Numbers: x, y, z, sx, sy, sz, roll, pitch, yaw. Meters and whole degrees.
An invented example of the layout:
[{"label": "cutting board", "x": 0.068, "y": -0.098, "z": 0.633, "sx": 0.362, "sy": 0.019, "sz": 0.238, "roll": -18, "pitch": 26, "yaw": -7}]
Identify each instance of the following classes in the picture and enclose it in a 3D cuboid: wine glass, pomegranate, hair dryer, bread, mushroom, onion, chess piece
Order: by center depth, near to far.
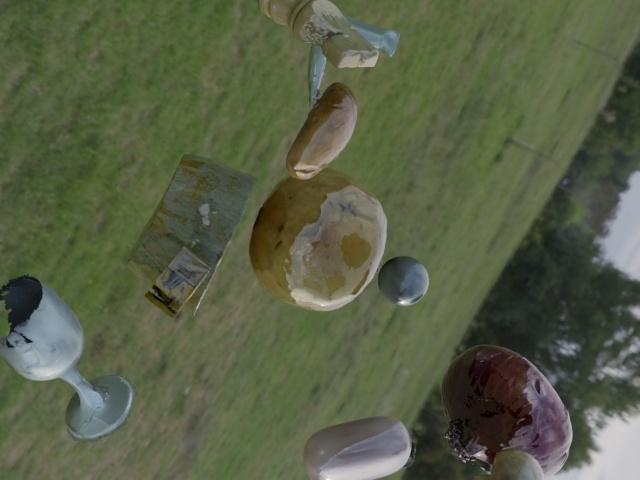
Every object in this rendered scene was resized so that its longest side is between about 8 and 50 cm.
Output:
[{"label": "chess piece", "x": -0.001, "y": -0.331, "z": 1.352, "sx": 0.090, "sy": 0.200, "sz": 0.090, "roll": -37, "pitch": 156, "yaw": -19}, {"label": "bread", "x": 0.009, "y": -0.167, "z": 1.367, "sx": 0.189, "sy": 0.077, "sz": 0.114, "roll": -58, "pitch": 170, "yaw": -34}, {"label": "wine glass", "x": -0.435, "y": 0.198, "z": 1.478, "sx": 0.143, "sy": 0.143, "sz": 0.321, "roll": -54, "pitch": 139, "yaw": -31}, {"label": "mushroom", "x": 0.338, "y": 0.455, "z": 1.579, "sx": 0.166, "sy": 0.127, "sz": 0.166, "roll": 2, "pitch": 90, "yaw": -68}, {"label": "hair dryer", "x": 0.035, "y": -0.355, "z": 1.771, "sx": 0.075, "sy": 0.206, "sz": 0.237, "roll": 99, "pitch": 9, "yaw": -65}, {"label": "pomegranate", "x": 0.000, "y": 0.000, "z": 1.966, "sx": 0.333, "sy": 0.332, "sz": 0.332, "roll": -57, "pitch": 167, "yaw": -20}, {"label": "onion", "x": 0.393, "y": 0.415, "z": 2.018, "sx": 0.285, "sy": 0.348, "sz": 0.348, "roll": -26, "pitch": 151, "yaw": -27}]

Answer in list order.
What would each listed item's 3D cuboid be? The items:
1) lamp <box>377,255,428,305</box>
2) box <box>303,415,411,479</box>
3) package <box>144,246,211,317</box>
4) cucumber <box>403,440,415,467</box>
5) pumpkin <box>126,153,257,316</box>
[{"label": "lamp", "x": 0.168, "y": 0.081, "z": 1.789, "sx": 0.105, "sy": 0.105, "sz": 0.105, "roll": -57, "pitch": 167, "yaw": -20}, {"label": "box", "x": 0.067, "y": 0.383, "z": 1.602, "sx": 0.146, "sy": 0.200, "sz": 0.088, "roll": 91, "pitch": -15, "yaw": -53}, {"label": "package", "x": -0.267, "y": 0.081, "z": 1.652, "sx": 0.131, "sy": 0.071, "sz": 0.047, "roll": -56, "pitch": -176, "yaw": -24}, {"label": "cucumber", "x": 0.176, "y": 0.431, "z": 1.814, "sx": 0.163, "sy": 0.043, "sz": 0.039, "roll": 8, "pitch": 100, "yaw": -79}, {"label": "pumpkin", "x": -0.285, "y": -0.022, "z": 1.896, "sx": 0.332, "sy": 0.199, "sz": 0.332, "roll": -158, "pitch": -90, "yaw": -84}]
